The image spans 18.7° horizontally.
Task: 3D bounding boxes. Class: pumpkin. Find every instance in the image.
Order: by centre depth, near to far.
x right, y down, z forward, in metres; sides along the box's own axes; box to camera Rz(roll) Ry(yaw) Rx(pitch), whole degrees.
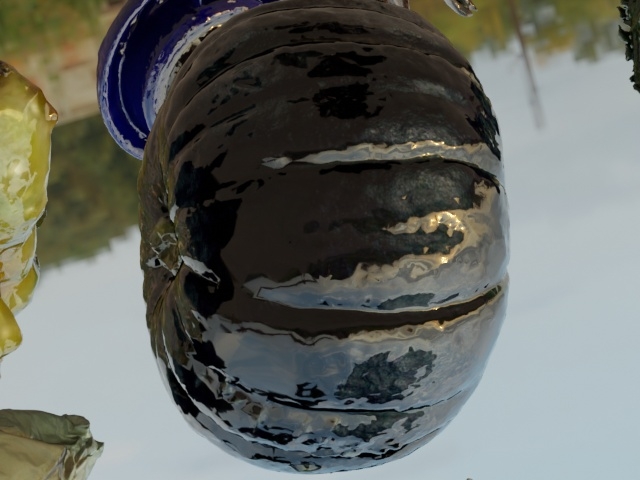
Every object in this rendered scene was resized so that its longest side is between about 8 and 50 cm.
[{"bbox_3d":[0.000,0.000,1.477,0.266,0.363,0.363,2,-175,-13],"label":"pumpkin"}]

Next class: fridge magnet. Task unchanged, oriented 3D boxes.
[{"bbox_3d":[-0.139,-0.203,2.242,0.265,0.265,0.112,-21,-138,-30],"label":"fridge magnet"}]

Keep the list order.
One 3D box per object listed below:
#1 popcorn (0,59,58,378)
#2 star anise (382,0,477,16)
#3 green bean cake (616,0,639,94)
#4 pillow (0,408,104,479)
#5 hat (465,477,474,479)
[{"bbox_3d":[-0.350,-0.005,1.329,0.321,0.290,0.326,13,-173,12],"label":"popcorn"},{"bbox_3d":[0.053,-0.317,1.956,0.288,0.288,0.088,-14,-169,15],"label":"star anise"},{"bbox_3d":[0.323,-0.159,1.663,0.107,0.208,0.193,-2,168,-11],"label":"green bean cake"},{"bbox_3d":[-0.348,0.253,1.511,0.310,0.138,0.283,-16,-158,22],"label":"pillow"},{"bbox_3d":[0.092,0.355,2.130,0.214,0.149,0.245,-5,167,-38],"label":"hat"}]
